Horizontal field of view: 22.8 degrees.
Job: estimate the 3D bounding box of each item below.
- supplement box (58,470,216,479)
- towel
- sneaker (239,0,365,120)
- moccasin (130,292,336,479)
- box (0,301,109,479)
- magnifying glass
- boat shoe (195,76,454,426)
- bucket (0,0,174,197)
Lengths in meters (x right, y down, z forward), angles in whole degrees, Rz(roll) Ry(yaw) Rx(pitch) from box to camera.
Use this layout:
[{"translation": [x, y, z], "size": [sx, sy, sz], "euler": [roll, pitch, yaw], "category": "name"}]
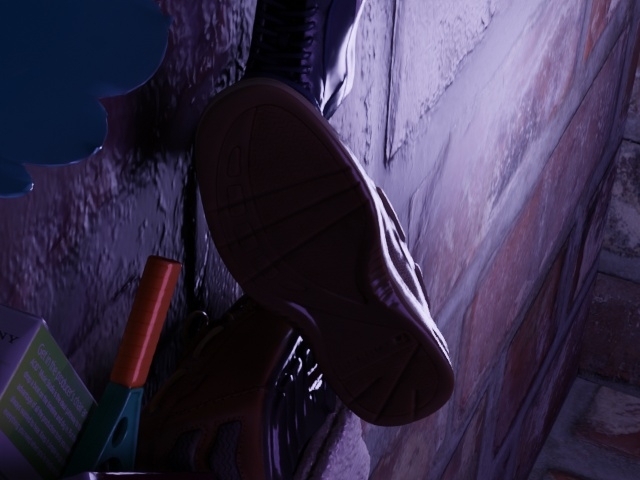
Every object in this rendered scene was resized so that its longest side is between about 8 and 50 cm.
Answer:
[{"translation": [-0.120, 0.217, 1.010], "size": [0.239, 0.073, 0.130], "euler": [30, 43, -72], "category": "supplement box"}, {"translation": [-0.013, 0.331, 1.834], "size": [0.187, 0.049, 0.282], "euler": [78, 34, -59], "category": "towel"}, {"translation": [-0.032, -0.142, 1.238], "size": [0.163, 0.086, 0.226], "euler": [-57, 155, -37], "category": "sneaker"}, {"translation": [-0.068, 0.122, 1.318], "size": [0.380, 0.147, 0.139], "euler": [-61, 148, -69], "category": "moccasin"}, {"translation": [-0.243, 0.225, 1.026], "size": [0.322, 0.058, 0.232], "euler": [-62, 161, -23], "category": "box"}, {"translation": [-0.141, 0.123, 1.100], "size": [0.092, 0.026, 0.231], "euler": [6, 100, -73], "category": "magnifying glass"}, {"translation": [0.000, 0.000, 1.214], "size": [0.110, 0.122, 0.341], "euler": [-97, 164, -51], "category": "boat shoe"}, {"translation": [-0.173, -0.164, 0.632], "size": [0.281, 0.183, 0.281], "euler": [-55, 156, -39], "category": "bucket"}]
